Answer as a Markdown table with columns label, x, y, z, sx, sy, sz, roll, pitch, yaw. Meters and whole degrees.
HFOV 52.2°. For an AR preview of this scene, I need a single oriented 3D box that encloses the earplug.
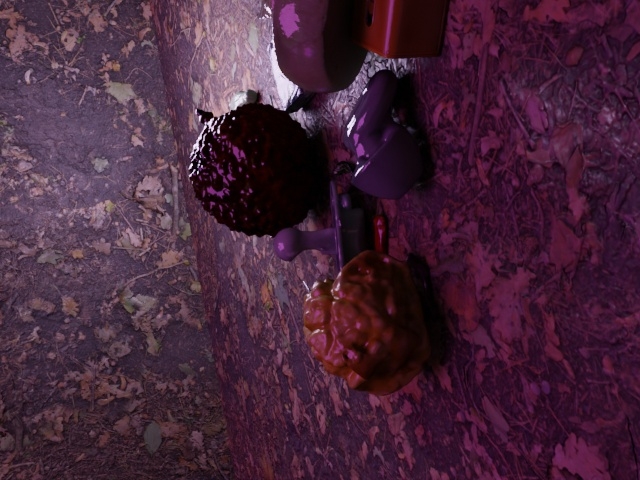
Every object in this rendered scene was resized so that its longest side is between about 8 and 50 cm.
| label | x | y | z | sx | sy | sz | roll | pitch | yaw |
| --- | --- | --- | --- | --- | --- | --- | --- | --- | --- |
| earplug | 0.146 | -0.254 | 1.575 | 0.214 | 0.175 | 0.326 | 130 | 136 | -65 |

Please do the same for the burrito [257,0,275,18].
| label | x | y | z | sx | sy | sz | roll | pitch | yaw |
| --- | --- | --- | --- | --- | --- | --- | --- | --- | --- |
| burrito | -0.121 | -0.781 | 2.016 | 0.348 | 0.107 | 0.175 | 119 | 149 | -52 |

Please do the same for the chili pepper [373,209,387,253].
| label | x | y | z | sx | sy | sz | roll | pitch | yaw |
| --- | --- | --- | --- | --- | --- | --- | --- | --- | --- |
| chili pepper | 0.164 | 0.004 | 1.782 | 0.045 | 0.027 | 0.178 | 25 | 123 | 60 |

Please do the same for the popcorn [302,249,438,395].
| label | x | y | z | sx | sy | sz | roll | pitch | yaw |
| --- | --- | --- | --- | --- | --- | --- | --- | --- | --- |
| popcorn | 0.135 | 0.201 | 1.633 | 0.382 | 0.349 | 0.349 | -50 | 41 | 9 |

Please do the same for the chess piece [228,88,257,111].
| label | x | y | z | sx | sy | sz | roll | pitch | yaw |
| --- | --- | --- | --- | --- | --- | --- | --- | --- | --- |
| chess piece | -0.290 | -0.453 | 2.487 | 0.176 | 0.175 | 0.298 | 124 | 143 | -57 |

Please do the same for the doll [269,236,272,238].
| label | x | y | z | sx | sy | sz | roll | pitch | yaw |
| --- | --- | --- | --- | --- | --- | --- | --- | --- | --- |
| doll | -0.165 | -0.105 | 2.400 | 0.145 | 0.096 | 0.188 | 34 | 106 | 39 |

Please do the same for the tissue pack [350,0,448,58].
| label | x | y | z | sx | sy | sz | roll | pitch | yaw |
| --- | --- | --- | --- | --- | --- | --- | --- | --- | --- |
| tissue pack | 0.172 | -0.552 | 1.411 | 0.194 | 0.145 | 0.275 | 44 | 139 | 50 |

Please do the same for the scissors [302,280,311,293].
| label | x | y | z | sx | sy | sz | roll | pitch | yaw |
| --- | --- | --- | --- | --- | --- | --- | --- | --- | --- |
| scissors | -0.027 | 0.204 | 2.296 | 0.189 | 0.015 | 0.100 | -124 | 31 | -44 |

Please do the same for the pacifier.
| label | x | y | z | sx | sy | sz | roll | pitch | yaw |
| --- | --- | --- | --- | --- | --- | --- | --- | --- | --- |
| pacifier | 0.000 | 0.000 | 1.873 | 0.288 | 0.269 | 0.344 | -95 | 2 | -81 |

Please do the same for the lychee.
| label | x | y | z | sx | sy | sz | roll | pitch | yaw |
| --- | --- | --- | --- | --- | --- | --- | --- | --- | --- |
| lychee | -0.225 | -0.243 | 2.087 | 0.500 | 0.424 | 0.424 | 51 | 154 | -1 |

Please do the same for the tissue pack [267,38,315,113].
| label | x | y | z | sx | sy | sz | roll | pitch | yaw |
| --- | --- | --- | --- | --- | --- | --- | --- | --- | --- |
| tissue pack | -0.093 | -0.543 | 2.074 | 0.173 | 0.073 | 0.236 | -26 | 78 | 65 |

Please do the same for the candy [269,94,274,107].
| label | x | y | z | sx | sy | sz | roll | pitch | yaw |
| --- | --- | --- | --- | --- | --- | --- | --- | --- | --- |
| candy | -0.161 | -0.430 | 2.308 | 0.060 | 0.060 | 0.201 | 129 | 134 | -59 |

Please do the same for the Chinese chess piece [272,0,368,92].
| label | x | y | z | sx | sy | sz | roll | pitch | yaw |
| --- | --- | --- | --- | --- | --- | --- | --- | --- | --- |
| Chinese chess piece | 0.011 | -0.525 | 1.534 | 0.146 | 0.349 | 0.349 | 15 | 120 | 19 |

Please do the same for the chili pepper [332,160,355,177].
| label | x | y | z | sx | sy | sz | roll | pitch | yaw |
| --- | --- | --- | --- | --- | --- | --- | --- | --- | --- |
| chili pepper | 0.078 | -0.205 | 1.888 | 0.118 | 0.035 | 0.056 | 26 | 135 | 50 |
